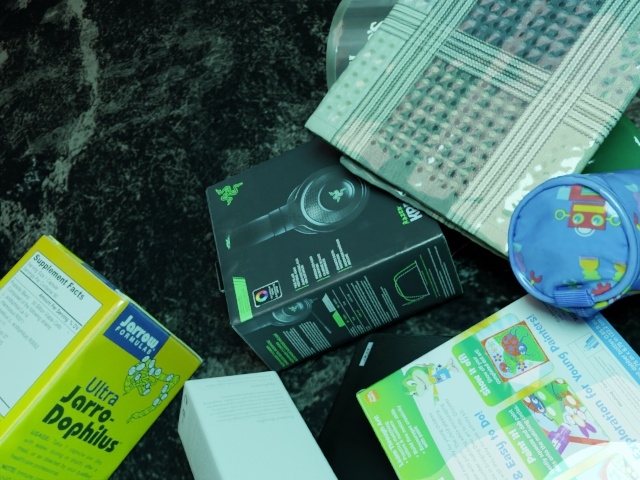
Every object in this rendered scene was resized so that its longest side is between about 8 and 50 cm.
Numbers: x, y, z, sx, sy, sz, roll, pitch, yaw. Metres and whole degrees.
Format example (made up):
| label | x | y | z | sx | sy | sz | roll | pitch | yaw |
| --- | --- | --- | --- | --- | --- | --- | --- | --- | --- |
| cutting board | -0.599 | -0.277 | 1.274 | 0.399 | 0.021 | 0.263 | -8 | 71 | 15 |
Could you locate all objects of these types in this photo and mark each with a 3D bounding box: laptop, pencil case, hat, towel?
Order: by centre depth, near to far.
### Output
| label | x | y | z | sx | sy | sz | roll | pitch | yaw |
| --- | --- | --- | --- | --- | --- | --- | --- | --- | --- |
| pencil case | 0.318 | -0.005 | 0.648 | 0.119 | 0.306 | 0.133 | -13 | 84 | 52 |
| laptop | 0.133 | 0.238 | 0.720 | 0.264 | 0.137 | 0.234 | 23 | 67 | 5 |
| towel | 0.180 | -0.175 | 0.748 | 0.312 | 0.056 | 0.324 | 37 | 88 | 27 |
| hat | 0.292 | -0.072 | 0.855 | 0.208 | 0.183 | 0.173 | 7 | 64 | -24 |

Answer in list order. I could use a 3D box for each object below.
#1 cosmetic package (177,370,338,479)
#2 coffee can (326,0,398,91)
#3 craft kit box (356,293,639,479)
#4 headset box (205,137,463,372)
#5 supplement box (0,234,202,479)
| label | x | y | z | sx | sy | sz | roll | pitch | yaw |
| --- | --- | --- | --- | --- | --- | --- | --- | --- | --- |
| cosmetic package | -0.065 | 0.243 | 0.694 | 0.117 | 0.086 | 0.231 | -1 | 30 | -26 |
| coffee can | 0.174 | -0.243 | 0.910 | 0.275 | 0.202 | 0.202 | 8 | 61 | 27 |
| craft kit box | 0.195 | 0.189 | 0.601 | 0.246 | 0.061 | 0.250 | -28 | 52 | -2 |
| headset box | 0.000 | 0.000 | 0.856 | 0.282 | 0.131 | 0.246 | -23 | 48 | 7 |
| supplement box | -0.362 | 0.209 | 0.830 | 0.194 | 0.195 | 0.357 | 29 | 73 | 35 |
